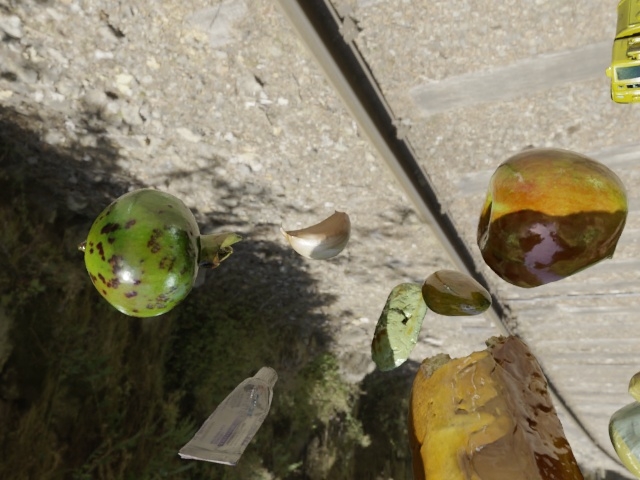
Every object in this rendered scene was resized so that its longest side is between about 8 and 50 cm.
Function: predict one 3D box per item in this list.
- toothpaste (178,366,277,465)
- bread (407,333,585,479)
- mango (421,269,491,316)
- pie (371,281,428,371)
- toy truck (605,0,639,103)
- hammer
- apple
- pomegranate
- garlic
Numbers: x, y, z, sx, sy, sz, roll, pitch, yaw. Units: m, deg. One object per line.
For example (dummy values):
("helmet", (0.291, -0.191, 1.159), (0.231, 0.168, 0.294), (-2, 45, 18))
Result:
("toothpaste", (-0.153, 0.326, 1.087), (0.099, 0.068, 0.282), (-29, -174, 24))
("bread", (0.184, 0.264, 0.643), (0.149, 0.344, 0.195), (16, 123, -13))
("mango", (0.270, 0.110, 1.159), (0.111, 0.089, 0.163), (-16, -168, -6))
("pie", (0.199, 0.227, 1.514), (0.090, 0.248, 0.201), (24, 166, -13))
("toy truck", (0.247, -0.145, 0.435), (0.049, 0.083, 0.054), (-1, 146, 34))
("hammer", (0.435, 0.206, 0.688), (0.202, 0.113, 0.305), (-34, 137, 20))
("apple", (0.394, -0.034, 0.978), (0.226, 0.246, 0.246), (8, 159, 8))
("pomegranate", (-0.262, 0.019, 0.949), (0.263, 0.211, 0.211), (2, 161, -21))
("garlic", (0.004, -0.002, 1.608), (0.207, 0.128, 0.115), (-13, -162, -25))
